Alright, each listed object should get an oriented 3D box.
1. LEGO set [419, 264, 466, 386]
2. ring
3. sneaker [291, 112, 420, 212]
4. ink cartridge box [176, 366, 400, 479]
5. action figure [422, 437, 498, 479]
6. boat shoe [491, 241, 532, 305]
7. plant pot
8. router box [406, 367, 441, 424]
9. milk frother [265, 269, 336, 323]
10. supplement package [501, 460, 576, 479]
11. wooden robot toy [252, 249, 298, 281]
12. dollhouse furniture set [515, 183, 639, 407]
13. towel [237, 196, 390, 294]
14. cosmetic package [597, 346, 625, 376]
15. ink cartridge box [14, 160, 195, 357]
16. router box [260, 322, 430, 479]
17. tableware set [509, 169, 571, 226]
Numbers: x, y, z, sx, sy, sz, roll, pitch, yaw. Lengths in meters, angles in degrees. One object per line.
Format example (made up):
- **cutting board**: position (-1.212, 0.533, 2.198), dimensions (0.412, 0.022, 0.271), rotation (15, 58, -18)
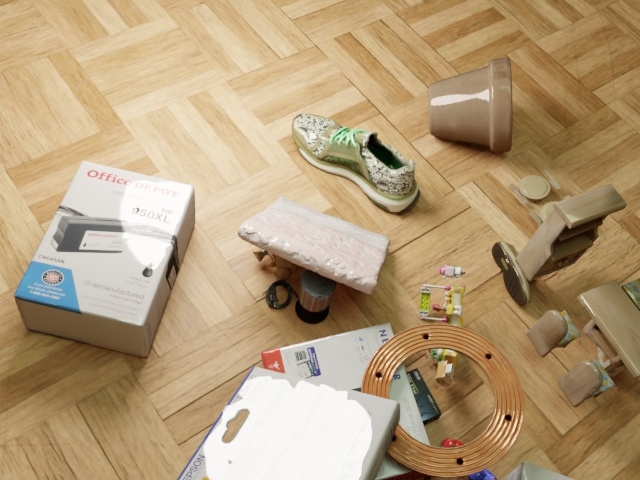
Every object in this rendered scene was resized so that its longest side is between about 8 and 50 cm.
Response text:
- **LEGO set**: position (0.279, 0.201, 1.747), dimensions (0.107, 0.132, 0.287), rotation (6, 78, 15)
- **ring**: position (0.252, 0.329, 1.532), dimensions (0.336, 0.032, 0.337), rotation (-1, 57, 1)
- **sneaker**: position (0.105, -0.254, 1.975), dimensions (0.410, 0.182, 0.158), rotation (33, 58, 13)
- **ink cartridge box**: position (-0.052, 0.403, 1.403), dimensions (0.330, 0.071, 0.324), rotation (9, 37, 23)
- **action figure**: position (0.303, 0.506, 1.505), dimensions (0.091, 0.280, 0.139), rotation (27, 95, -22)
- **boat shoe**: position (0.510, 0.080, 1.889), dimensions (0.072, 0.068, 0.190), rotation (0, 55, -23)
- **plant pot**: position (0.425, -0.379, 2.091), dimensions (0.229, 0.263, 0.263), rotation (-1, 55, 11)
- **router box**: position (0.204, 0.362, 1.663), dimensions (0.092, 0.038, 0.122), rotation (-17, 61, -19)
- **milk frother**: position (-0.048, 0.119, 1.728), dimensions (0.143, 0.135, 0.129), rotation (-14, 59, -18)
- **supplement package**: position (0.493, 0.603, 1.482), dimensions (0.261, 0.145, 0.204), rotation (20, 56, 4)
- **wooden robot toy**: position (-0.083, 0.063, 1.819), dimensions (0.173, 0.076, 0.079), rotation (1, 91, -8)
- **dollhouse furniture set**: position (0.667, 0.112, 1.697), dimensions (0.362, 0.256, 0.394), rotation (-18, 62, -22)
- **towel**: position (0.000, 0.000, 1.766), dimensions (0.331, 0.053, 0.317), rotation (22, 20, 6)
- **cosmetic package**: position (0.709, 0.267, 1.794), dimensions (0.041, 0.060, 0.115), rotation (12, 54, -2)
- **ink cartridge box**: position (-0.479, 0.034, 1.698), dimensions (0.285, 0.166, 0.395), rotation (13, 55, -1)
- **router box**: position (0.052, 0.370, 1.582), dimensions (0.301, 0.082, 0.335), rotation (-13, 59, -7)
- **tableware set**: position (0.626, -0.103, 2.045), dimensions (0.128, 0.039, 0.194), rotation (-22, 56, -9)
